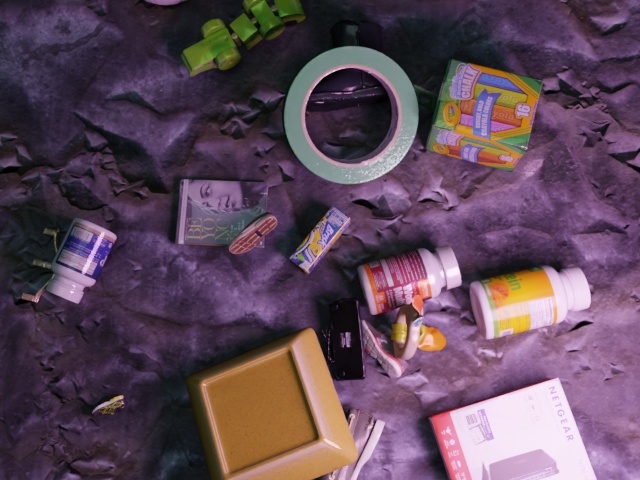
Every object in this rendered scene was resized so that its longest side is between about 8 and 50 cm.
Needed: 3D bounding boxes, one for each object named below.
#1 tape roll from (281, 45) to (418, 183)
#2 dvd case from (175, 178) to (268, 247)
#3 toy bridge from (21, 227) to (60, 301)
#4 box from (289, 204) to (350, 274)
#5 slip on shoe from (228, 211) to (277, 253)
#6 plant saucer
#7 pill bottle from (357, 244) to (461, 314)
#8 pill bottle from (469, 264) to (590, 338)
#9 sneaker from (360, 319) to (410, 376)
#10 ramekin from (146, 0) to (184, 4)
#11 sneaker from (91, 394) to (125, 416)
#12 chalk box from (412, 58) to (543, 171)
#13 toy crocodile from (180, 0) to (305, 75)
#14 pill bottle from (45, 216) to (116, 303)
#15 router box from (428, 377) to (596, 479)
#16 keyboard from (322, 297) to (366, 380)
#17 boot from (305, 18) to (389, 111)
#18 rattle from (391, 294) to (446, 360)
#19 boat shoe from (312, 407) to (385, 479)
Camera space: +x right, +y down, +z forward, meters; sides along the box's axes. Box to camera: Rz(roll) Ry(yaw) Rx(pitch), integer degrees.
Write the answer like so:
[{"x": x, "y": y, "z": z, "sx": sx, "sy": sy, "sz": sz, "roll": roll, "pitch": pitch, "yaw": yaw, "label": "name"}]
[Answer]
[{"x": 0.069, "y": -0.297, "z": 1.789, "sx": 0.321, "sy": 0.077, "sz": 0.321, "roll": -1, "pitch": 103, "yaw": -7, "label": "tape roll"}, {"x": -0.243, "y": -0.067, "z": 1.855, "sx": 0.221, "sy": 0.018, "sz": 0.165, "roll": 2, "pitch": 79, "yaw": 4, "label": "dvd case"}, {"x": -0.672, "y": 0.061, "z": 1.847, "sx": 0.063, "sy": 0.026, "sz": 0.188, "roll": 14, "pitch": 79, "yaw": 3, "label": "toy bridge"}, {"x": 0.000, "y": 0.000, "z": 1.807, "sx": 0.054, "sy": 0.059, "sz": 0.169, "roll": 39, "pitch": 83, "yaw": 11, "label": "box"}, {"x": -0.167, "y": -0.020, "z": 1.814, "sx": 0.135, "sy": 0.051, "sz": 0.041, "roll": -40, "pitch": 41, "yaw": 1, "label": "slip on shoe"}, {"x": -0.126, "y": 0.385, "z": 1.671, "sx": 0.333, "sy": 0.081, "sz": 0.333, "roll": -23, "pitch": 63, "yaw": 3, "label": "plant saucer"}, {"x": 0.206, "y": 0.088, "z": 1.747, "sx": 0.221, "sy": 0.121, "sz": 0.121, "roll": -16, "pitch": 78, "yaw": 0, "label": "pill bottle"}, {"x": 0.477, "y": 0.133, "z": 1.715, "sx": 0.245, "sy": 0.136, "sz": 0.136, "roll": -13, "pitch": 78, "yaw": 0, "label": "pill bottle"}, {"x": 0.148, "y": 0.245, "z": 1.761, "sx": 0.065, "sy": 0.061, "sz": 0.158, "roll": -31, "pitch": 78, "yaw": -31, "label": "sneaker"}, {"x": -0.408, "y": -0.749, "z": 1.946, "sx": 0.277, "sy": 0.135, "sz": 0.277, "roll": -1, "pitch": 78, "yaw": 3, "label": "ramekin"}, {"x": -0.496, "y": 0.395, "z": 1.765, "sx": 0.083, "sy": 0.031, "sz": 0.035, "roll": -29, "pitch": 79, "yaw": -3, "label": "sneaker"}, {"x": 0.353, "y": -0.303, "z": 1.793, "sx": 0.289, "sy": 0.180, "sz": 0.179, "roll": 14, "pitch": 79, "yaw": 7, "label": "chalk box"}, {"x": -0.197, "y": -0.525, "z": 1.914, "sx": 0.340, "sy": 0.105, "sz": 0.115, "roll": -33, "pitch": 79, "yaw": 1, "label": "toy crocodile"}, {"x": -0.577, "y": 0.049, "z": 1.801, "sx": 0.112, "sy": 0.112, "sz": 0.187, "roll": 23, "pitch": 81, "yaw": 7, "label": "pill bottle"}, {"x": 0.436, "y": 0.507, "z": 1.668, "sx": 0.301, "sy": 0.082, "sz": 0.335, "roll": -18, "pitch": 78, "yaw": -1, "label": "router box"}, {"x": 0.054, "y": 0.231, "z": 1.766, "sx": 0.100, "sy": 0.038, "sz": 0.192, "roll": -5, "pitch": 89, "yaw": 13, "label": "keyboard"}, {"x": 0.044, "y": -0.437, "z": 1.877, "sx": 0.246, "sy": 0.094, "sz": 0.207, "roll": -8, "pitch": 80, "yaw": -3, "label": "boot"}, {"x": 0.240, "y": 0.193, "z": 1.666, "sx": 0.142, "sy": 0.200, "sz": 0.130, "roll": 21, "pitch": 48, "yaw": -1, "label": "rattle"}, {"x": 0.037, "y": 0.522, "z": 1.676, "sx": 0.091, "sy": 0.109, "sz": 0.305, "roll": 28, "pitch": 75, "yaw": 9, "label": "boat shoe"}]
